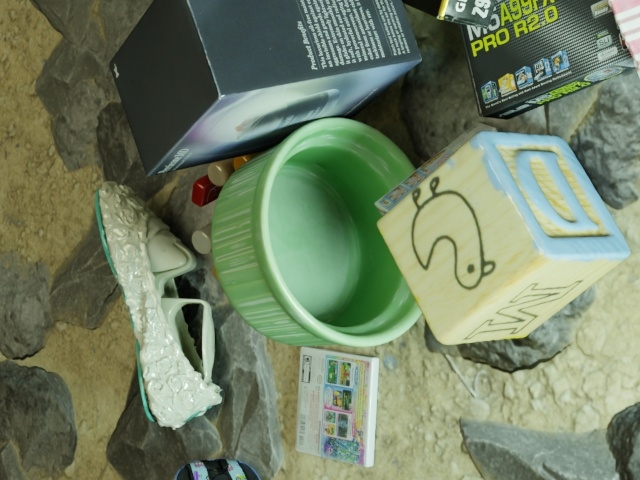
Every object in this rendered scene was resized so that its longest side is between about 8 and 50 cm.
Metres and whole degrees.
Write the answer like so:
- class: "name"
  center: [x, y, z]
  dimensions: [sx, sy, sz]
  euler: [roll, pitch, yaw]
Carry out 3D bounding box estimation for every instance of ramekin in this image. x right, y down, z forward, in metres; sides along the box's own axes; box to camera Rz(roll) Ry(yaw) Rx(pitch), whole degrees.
- class: "ramekin"
  center: [0.000, 0.000, 1.943]
  dimensions: [0.148, 0.303, 0.303]
  euler: [-16, 79, 49]

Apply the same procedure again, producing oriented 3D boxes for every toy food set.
- class: "toy food set"
  center: [-0.122, -0.058, 2.208]
  dimensions: [0.111, 0.104, 0.232]
  euler: [26, 126, 26]

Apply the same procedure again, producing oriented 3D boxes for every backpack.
- class: "backpack"
  center: [-0.153, 0.419, 2.183]
  dimensions: [0.117, 0.158, 0.173]
  euler: [113, 145, -43]

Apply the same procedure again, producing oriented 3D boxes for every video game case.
- class: "video game case"
  center: [0.023, 0.239, 2.105]
  dimensions: [0.143, 0.019, 0.157]
  euler: [5, 93, 42]

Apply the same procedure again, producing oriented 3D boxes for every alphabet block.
- class: "alphabet block"
  center: [0.225, -0.003, 1.797]
  dimensions: [0.197, 0.193, 0.192]
  euler: [-44, 60, 34]

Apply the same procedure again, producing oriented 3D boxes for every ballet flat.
- class: "ballet flat"
  center: [-0.242, 0.091, 2.299]
  dimensions: [0.147, 0.147, 0.409]
  euler: [-23, 78, 41]

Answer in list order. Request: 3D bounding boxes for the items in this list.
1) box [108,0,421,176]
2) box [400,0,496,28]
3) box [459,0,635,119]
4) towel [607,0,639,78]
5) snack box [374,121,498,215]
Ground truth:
- class: "box"
  center: [-0.080, -0.230, 1.890]
  dimensions: [0.296, 0.294, 0.183]
  euler: [-36, 70, 61]
- class: "box"
  center: [0.152, -0.427, 1.860]
  dimensions: [0.322, 0.079, 0.257]
  euler: [-136, 56, -62]
- class: "box"
  center: [0.295, -0.294, 1.819]
  dimensions: [0.270, 0.060, 0.216]
  euler: [-20, 77, 41]
- class: "towel"
  center: [0.414, -0.261, 1.668]
  dimensions: [0.144, 0.029, 0.197]
  euler: [-22, 88, 16]
- class: "snack box"
  center: [0.153, -0.090, 1.892]
  dimensions: [0.178, 0.022, 0.064]
  euler: [-38, 19, -5]
